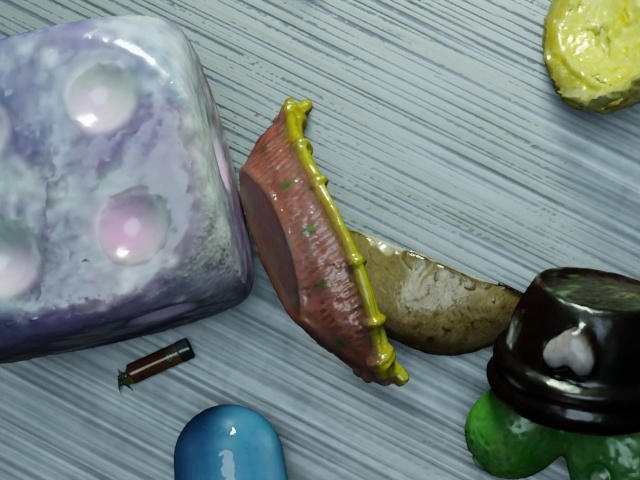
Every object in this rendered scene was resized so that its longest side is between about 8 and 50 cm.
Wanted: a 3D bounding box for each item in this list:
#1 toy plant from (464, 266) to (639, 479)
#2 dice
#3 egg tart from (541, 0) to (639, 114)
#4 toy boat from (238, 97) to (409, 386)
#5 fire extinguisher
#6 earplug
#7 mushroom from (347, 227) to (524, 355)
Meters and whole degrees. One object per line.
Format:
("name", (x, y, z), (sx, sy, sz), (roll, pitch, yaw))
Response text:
("toy plant", (0.248, 0.152, 1.736), (0.218, 0.175, 0.235), (12, 113, 12))
("dice", (-0.221, -0.041, 1.727), (0.271, 0.270, 0.270), (-15, 83, 3))
("egg tart", (0.305, -0.209, 1.764), (0.090, 0.212, 0.213), (25, 86, -33))
("toy boat", (-0.007, -0.001, 1.758), (0.099, 0.141, 0.318), (-8, 61, -23))
("fire extinguisher", (-0.164, 0.124, 1.832), (0.083, 0.022, 0.028), (-25, 114, 2))
("earplug", (-0.077, 0.290, 1.761), (0.132, 0.132, 0.273), (-8, 81, 4))
("mushroom", (0.101, 0.058, 1.793), (0.209, 0.072, 0.094), (24, 94, 6))
